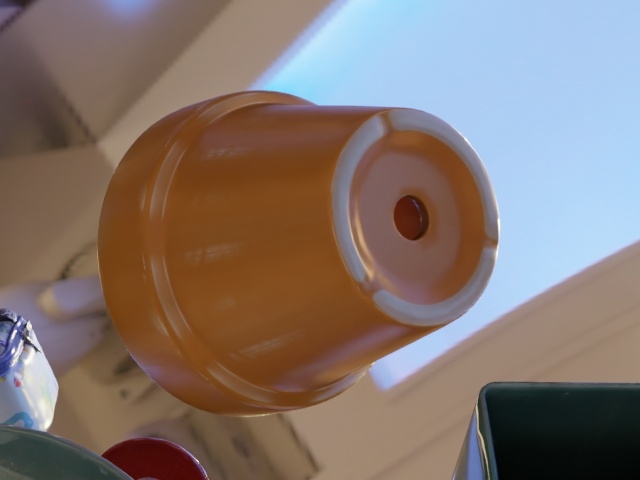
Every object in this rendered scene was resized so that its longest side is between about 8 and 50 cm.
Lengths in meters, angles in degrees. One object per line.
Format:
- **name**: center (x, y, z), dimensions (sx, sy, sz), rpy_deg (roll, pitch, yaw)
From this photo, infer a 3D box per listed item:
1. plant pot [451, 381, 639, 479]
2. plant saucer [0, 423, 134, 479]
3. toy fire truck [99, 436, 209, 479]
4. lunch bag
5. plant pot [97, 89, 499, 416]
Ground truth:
- **plant pot**: center (0.158, 0.212, 1.134), dimensions (0.234, 0.166, 0.165), rpy_deg (108, -20, -57)
- **plant saucer**: center (-0.160, 0.198, 0.575), dimensions (0.318, 0.317, 0.043), rpy_deg (-1, -40, 33)
- **toy fire truck**: center (-0.118, 0.308, 1.408), dimensions (0.302, 0.254, 0.169), rpy_deg (26, -23, 1)
- **lunch bag**: center (-0.309, 0.137, 1.415), dimensions (0.219, 0.176, 0.090), rpy_deg (-23, -78, 2)
- **plant pot**: center (0.000, 0.000, 1.134), dimensions (0.188, 0.205, 0.205), rpy_deg (-12, -88, 52)
